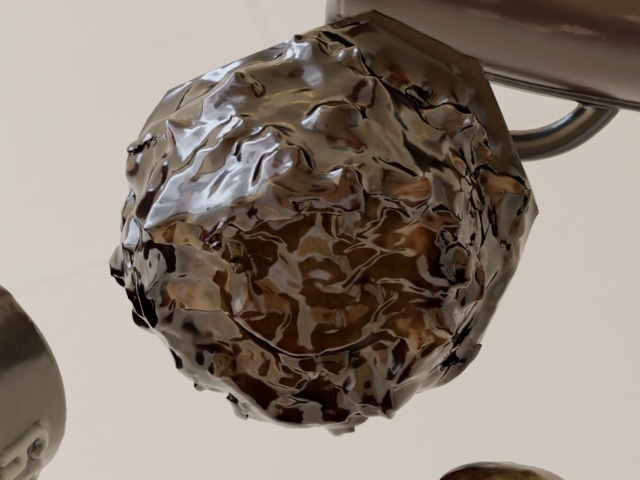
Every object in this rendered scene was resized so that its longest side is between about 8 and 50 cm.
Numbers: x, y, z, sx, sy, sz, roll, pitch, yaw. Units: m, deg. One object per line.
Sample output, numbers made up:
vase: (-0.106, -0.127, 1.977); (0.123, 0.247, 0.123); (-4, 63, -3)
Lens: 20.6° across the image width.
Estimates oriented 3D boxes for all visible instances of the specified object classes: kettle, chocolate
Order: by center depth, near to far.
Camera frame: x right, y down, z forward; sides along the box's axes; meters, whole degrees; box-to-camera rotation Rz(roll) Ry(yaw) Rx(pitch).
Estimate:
chocolate: (0.000, 0.000, 0.863); (0.224, 0.177, 0.206); (-22, -89, 2)
kettle: (0.120, -0.150, 1.120); (0.232, 0.202, 0.144); (10, -157, 6)

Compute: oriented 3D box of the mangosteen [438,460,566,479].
mangosteen: (0.073, 0.250, 0.772); (0.296, 0.297, 0.313); (-3, -108, -5)

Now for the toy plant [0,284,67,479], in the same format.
toy plant: (-0.308, 0.150, 0.928); (0.400, 0.279, 0.185); (-35, -69, -49)
